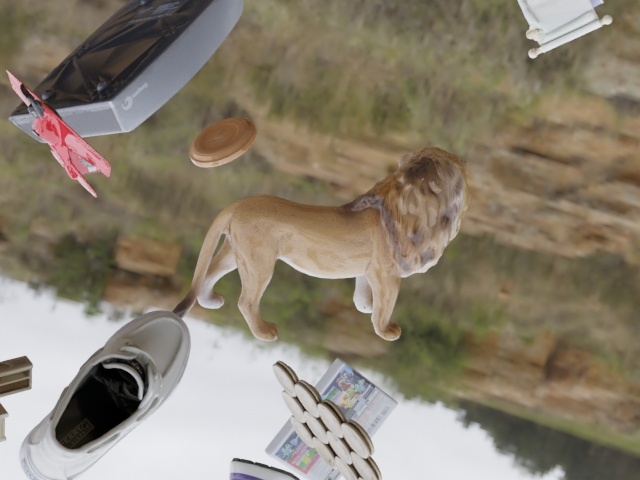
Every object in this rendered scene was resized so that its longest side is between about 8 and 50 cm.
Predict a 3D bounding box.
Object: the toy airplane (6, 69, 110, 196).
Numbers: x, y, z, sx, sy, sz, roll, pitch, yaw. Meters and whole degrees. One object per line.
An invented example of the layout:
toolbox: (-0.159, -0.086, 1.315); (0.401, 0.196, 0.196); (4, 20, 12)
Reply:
toy airplane: (-0.235, -0.090, 1.235); (0.151, 0.028, 0.151); (44, 171, 9)

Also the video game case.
video game case: (0.021, 0.317, 2.343); (0.023, 0.201, 0.183); (37, 177, 46)

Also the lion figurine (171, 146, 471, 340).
lion figurine: (0.000, 0.000, 1.772); (0.392, 0.240, 0.142); (-3, -152, -15)

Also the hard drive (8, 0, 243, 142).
hard drive: (-0.194, -0.192, 1.450); (0.172, 0.254, 0.054); (-4, 126, 37)

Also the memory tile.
memory tile: (0.010, 0.176, 1.250); (0.148, 0.012, 0.113); (35, 151, 45)

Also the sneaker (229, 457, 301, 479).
sneaker: (-0.051, 0.363, 1.677); (0.107, 0.124, 0.283); (6, 158, 29)

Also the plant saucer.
plant saucer: (-0.114, -0.116, 1.580); (0.083, 0.083, 0.013); (21, 146, 46)

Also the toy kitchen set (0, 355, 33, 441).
toy kitchen set: (-0.305, 0.141, 1.341); (0.075, 0.068, 0.083); (-13, -145, -33)

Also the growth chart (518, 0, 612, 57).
growth chart: (0.385, -0.435, 2.248); (0.172, 0.237, 0.021); (-17, -167, 20)

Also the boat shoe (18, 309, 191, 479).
boat shoe: (-0.212, 0.151, 1.447); (0.096, 0.088, 0.267); (46, -136, 2)
